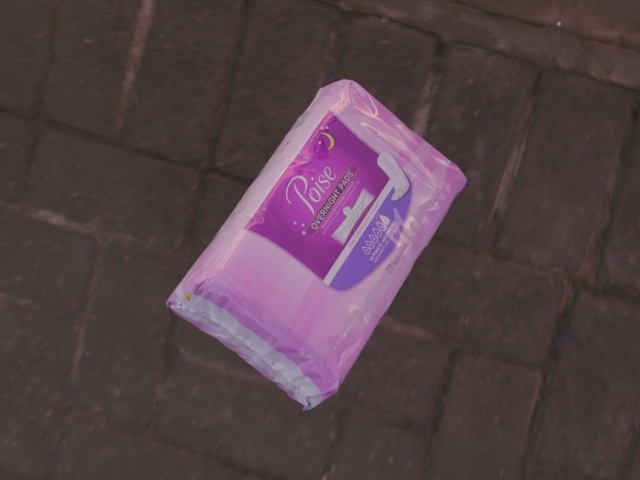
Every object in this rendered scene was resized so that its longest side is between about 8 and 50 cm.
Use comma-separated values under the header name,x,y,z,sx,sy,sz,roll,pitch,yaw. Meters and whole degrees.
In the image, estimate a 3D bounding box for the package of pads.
name,x,y,z,sx,sy,sz,roll,pitch,yaw
package of pads,0.000,0.000,0.375,0.050,0.032,0.083,39,60,-9
